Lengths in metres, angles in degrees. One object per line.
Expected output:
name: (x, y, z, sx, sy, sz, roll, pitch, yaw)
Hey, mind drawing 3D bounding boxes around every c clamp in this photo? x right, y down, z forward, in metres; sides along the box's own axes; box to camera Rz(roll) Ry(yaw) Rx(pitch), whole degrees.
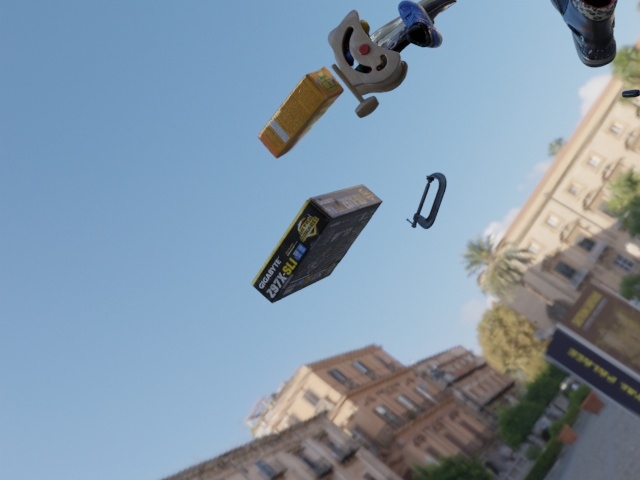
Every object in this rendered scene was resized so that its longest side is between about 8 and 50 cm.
c clamp: (0.255, -0.096, 1.772, 0.022, 0.137, 0.160, 13, -70, -19)

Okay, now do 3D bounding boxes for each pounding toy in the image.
pounding toy: (0.113, -0.449, 1.799, 0.154, 0.269, 0.155, -25, -17, 18)

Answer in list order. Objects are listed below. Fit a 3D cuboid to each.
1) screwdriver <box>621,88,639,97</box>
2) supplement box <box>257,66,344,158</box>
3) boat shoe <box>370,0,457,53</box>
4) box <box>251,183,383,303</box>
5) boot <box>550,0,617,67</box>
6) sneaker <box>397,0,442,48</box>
screwdriver: (0.902, -0.408, 2.011, 0.025, 0.170, 0.024, 16, -94, -29)
supplement box: (-0.048, -0.291, 1.685, 0.078, 0.080, 0.233, -36, -7, -45)
boat shoe: (0.252, -0.566, 1.955, 0.285, 0.092, 0.103, -25, -1, 37)
box: (0.000, 0.000, 1.749, 0.257, 0.079, 0.322, -54, -14, 24)
boot: (0.439, -0.428, 1.227, 0.085, 0.236, 0.178, -18, -20, 13)
sneaker: (0.232, -0.535, 1.810, 0.058, 0.152, 0.084, -42, -11, 35)
